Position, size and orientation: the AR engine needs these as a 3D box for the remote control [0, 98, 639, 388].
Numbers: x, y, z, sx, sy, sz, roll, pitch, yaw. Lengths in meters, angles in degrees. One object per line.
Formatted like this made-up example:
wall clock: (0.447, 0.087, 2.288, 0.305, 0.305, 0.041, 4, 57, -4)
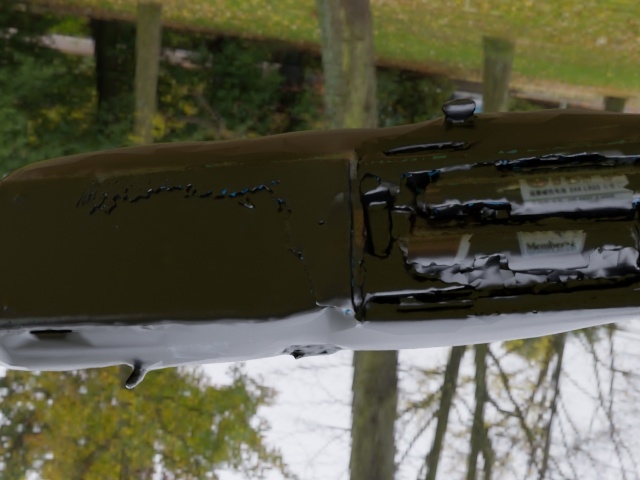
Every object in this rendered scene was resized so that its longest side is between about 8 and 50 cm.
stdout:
remote control: (0.000, 0.000, 0.521, 0.399, 0.144, 0.062, -6, 159, 9)
